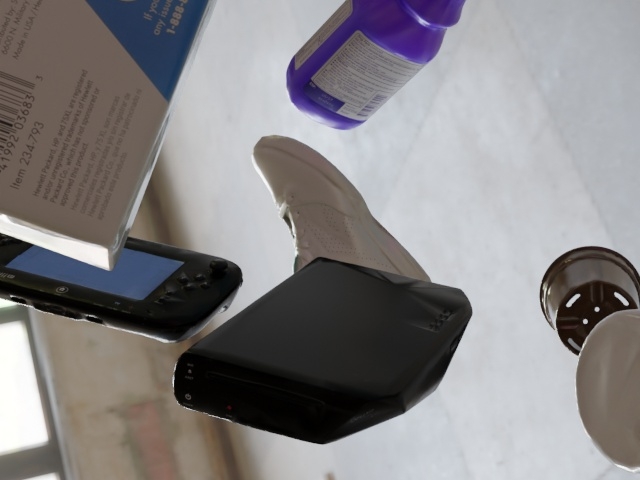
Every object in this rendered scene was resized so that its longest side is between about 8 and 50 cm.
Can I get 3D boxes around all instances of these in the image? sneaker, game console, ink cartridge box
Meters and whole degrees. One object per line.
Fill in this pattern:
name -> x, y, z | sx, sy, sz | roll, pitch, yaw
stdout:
sneaker -> 0.000, 0.000, 1.088 | 0.212, 0.094, 0.080 | 47, 161, 7
game console -> -0.089, 0.044, 0.828 | 0.213, 0.361, 0.044 | -35, -46, -64
ink cartridge box -> -0.168, -0.091, 0.488 | 0.078, 0.231, 0.134 | 139, 151, -78

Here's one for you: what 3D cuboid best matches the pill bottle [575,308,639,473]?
pill bottle -> 0.436, 0.153, 1.304 | 0.169, 0.301, 0.169 | -1, 89, 62

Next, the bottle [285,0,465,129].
bottle -> 0.077, -0.238, 1.394 | 0.283, 0.118, 0.092 | -41, 39, 42

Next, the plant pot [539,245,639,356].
plant pot -> 0.425, 0.104, 1.908 | 0.165, 0.167, 0.167 | -49, -47, -76
